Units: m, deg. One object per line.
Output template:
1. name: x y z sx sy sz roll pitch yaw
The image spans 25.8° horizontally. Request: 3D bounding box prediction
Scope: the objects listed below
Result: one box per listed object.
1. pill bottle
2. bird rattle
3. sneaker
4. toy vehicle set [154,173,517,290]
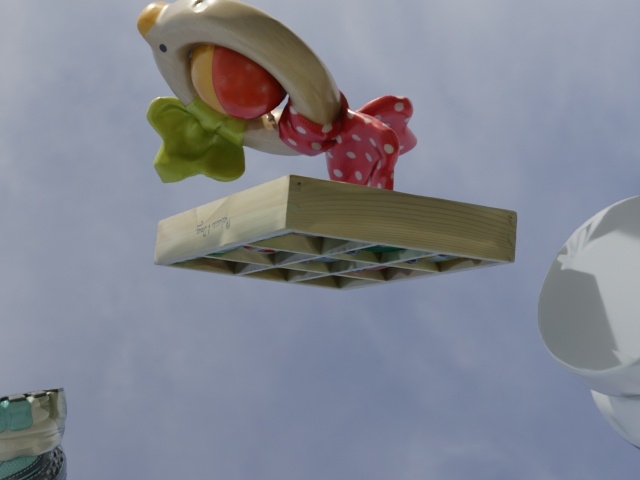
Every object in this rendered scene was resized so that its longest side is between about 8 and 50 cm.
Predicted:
1. pill bottle: 0.284 0.092 0.955 0.278 0.162 0.162 35 -115 -34
2. bird rattle: -0.049 -0.110 1.131 0.143 0.253 0.207 -54 -43 -18
3. sneaker: -0.255 0.189 1.046 0.110 0.283 0.122 -5 -101 -21
4. toy vehicle set: 0.000 0.000 0.997 0.166 0.267 0.035 8 -99 -23
